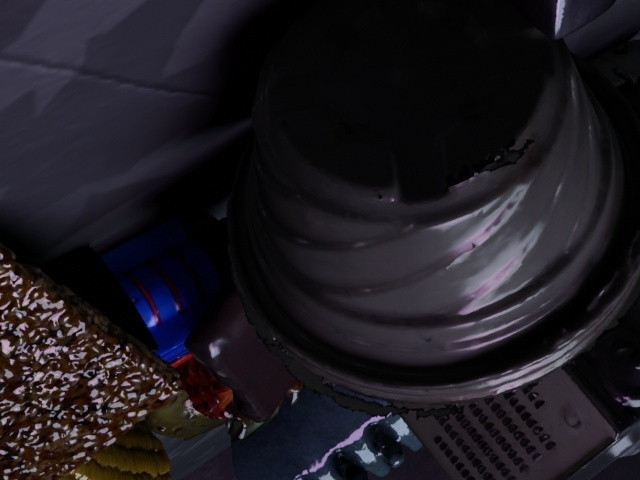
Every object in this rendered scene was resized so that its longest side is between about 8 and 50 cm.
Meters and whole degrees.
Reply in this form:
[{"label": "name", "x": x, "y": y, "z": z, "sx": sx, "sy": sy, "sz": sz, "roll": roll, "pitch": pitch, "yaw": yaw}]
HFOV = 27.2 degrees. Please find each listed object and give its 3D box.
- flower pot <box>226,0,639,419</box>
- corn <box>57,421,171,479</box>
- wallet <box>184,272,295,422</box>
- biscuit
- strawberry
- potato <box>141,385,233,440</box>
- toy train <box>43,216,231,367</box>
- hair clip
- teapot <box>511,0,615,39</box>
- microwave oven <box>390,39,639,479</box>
[{"label": "flower pot", "x": 0.050, "y": -0.042, "z": 0.655, "sx": 0.235, "sy": 0.235, "sz": 0.140, "roll": -33, "pitch": 150, "yaw": -6}, {"label": "corn", "x": -0.218, "y": 0.200, "z": 1.129, "sx": 0.131, "sy": 0.131, "sz": 0.344, "roll": -34, "pitch": 164, "yaw": 0}, {"label": "wallet", "x": 0.000, "y": 0.000, "z": 0.838, "sx": 0.229, "sy": 0.049, "sz": 0.182, "roll": -57, "pitch": 164, "yaw": -13}, {"label": "biscuit", "x": -0.169, "y": 0.071, "z": 0.676, "sx": 0.131, "sy": 0.025, "sz": 0.231, "roll": -35, "pitch": 146, "yaw": 6}, {"label": "strawberry", "x": -0.049, "y": 0.061, "z": 1.132, "sx": 0.188, "sy": 0.106, "sz": 0.286, "roll": -32, "pitch": 159, "yaw": -38}, {"label": "potato", "x": -0.110, "y": 0.145, "z": 1.356, "sx": 0.117, "sy": 0.090, "sz": 0.225, "roll": -34, "pitch": 169, "yaw": 25}, {"label": "toy train", "x": -0.120, "y": 0.049, "z": 0.844, "sx": 0.204, "sy": 0.083, "sz": 0.131, "roll": -30, "pitch": 168, "yaw": -29}, {"label": "hair clip", "x": 0.003, "y": 0.233, "z": 1.787, "sx": 0.318, "sy": 0.238, "sz": 0.392, "roll": -37, "pitch": 171, "yaw": -1}, {"label": "teapot", "x": 0.121, "y": -0.171, "z": 0.579, "sx": 0.177, "sy": 0.087, "sz": 0.096, "roll": -33, "pitch": 146, "yaw": -11}, {"label": "microwave oven", "x": 0.248, "y": 0.022, "z": 1.245, "sx": 0.394, "sy": 0.333, "sz": 0.247, "roll": -27, "pitch": 160, "yaw": -37}]
